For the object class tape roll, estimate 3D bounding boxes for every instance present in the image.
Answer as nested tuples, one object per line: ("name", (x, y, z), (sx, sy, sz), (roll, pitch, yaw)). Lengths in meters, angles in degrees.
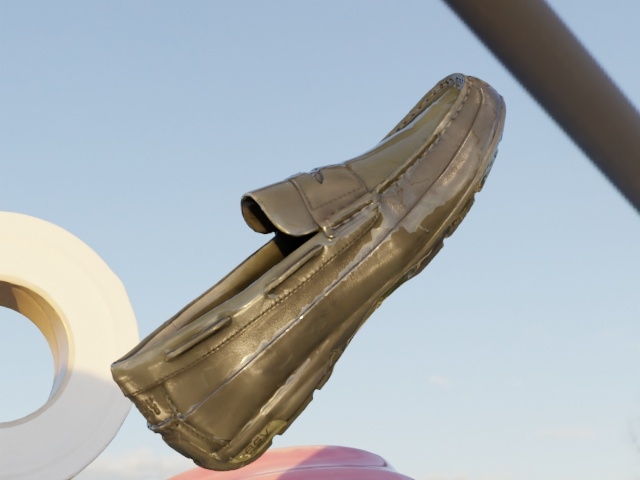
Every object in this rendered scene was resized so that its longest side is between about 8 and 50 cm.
("tape roll", (-0.324, 0.117, 1.082), (0.286, 0.286, 0.100), (6, -20, -21))

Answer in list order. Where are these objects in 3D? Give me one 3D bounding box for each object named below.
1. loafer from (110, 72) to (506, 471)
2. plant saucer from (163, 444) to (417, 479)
("loafer", (0.000, 0.000, 0.498), (0.078, 0.223, 0.076), (44, -14, -13))
("plant saucer", (-0.048, 0.265, 0.956), (0.332, 0.084, 0.332), (-10, -31, -6))
